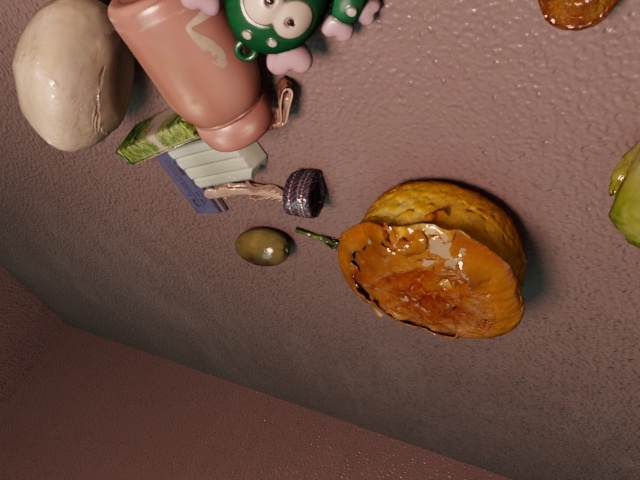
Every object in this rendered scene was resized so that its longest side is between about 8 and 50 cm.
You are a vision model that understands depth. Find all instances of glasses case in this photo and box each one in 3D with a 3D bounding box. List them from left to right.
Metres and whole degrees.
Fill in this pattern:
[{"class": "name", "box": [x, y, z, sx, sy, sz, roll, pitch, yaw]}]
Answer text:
[{"class": "glasses case", "box": [-0.332, -0.231, 1.132, 0.272, 0.095, 0.062, -7, 139, 43]}]

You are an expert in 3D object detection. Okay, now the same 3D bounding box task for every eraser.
[{"class": "eraser", "box": [-0.315, -0.143, 1.299, 0.082, 0.036, 0.225, 3, 140, 31]}]

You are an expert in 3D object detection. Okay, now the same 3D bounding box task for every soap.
[{"class": "soap", "box": [-0.223, -0.184, 1.142, 0.198, 0.066, 0.119, -3, 138, 40]}]

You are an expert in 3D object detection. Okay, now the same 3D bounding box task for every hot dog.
[{"class": "hot dog", "box": [0.293, -0.305, 0.586, 0.099, 0.065, 0.147, 10, 155, 25]}]

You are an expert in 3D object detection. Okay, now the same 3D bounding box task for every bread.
[{"class": "bread", "box": [0.216, 0.040, 1.012, 0.337, 0.204, 0.358, 0, 142, 33]}]

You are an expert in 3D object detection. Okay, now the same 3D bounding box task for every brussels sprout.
[{"class": "brussels sprout", "box": [0.469, -0.067, 0.677, 0.131, 0.183, 0.145, 31, 169, -13]}]

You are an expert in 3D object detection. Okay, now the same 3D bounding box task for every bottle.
[{"class": "bottle", "box": [-0.177, -0.292, 0.870, 0.207, 0.173, 0.296, -21, 132, 9]}]

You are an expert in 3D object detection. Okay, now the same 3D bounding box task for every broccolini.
[{"class": "broccolini", "box": [0.000, 0.000, 1.269, 0.140, 0.035, 0.030, 19, 143, 16]}]

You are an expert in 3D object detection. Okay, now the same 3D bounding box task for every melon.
[{"class": "melon", "box": [-0.151, 0.016, 1.346, 0.162, 0.099, 0.099, 5, 142, 33]}]

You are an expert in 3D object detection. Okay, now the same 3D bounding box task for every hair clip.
[{"class": "hair clip", "box": [-0.152, -0.117, 1.208, 0.226, 0.072, 0.034, 7, 143, 15]}]

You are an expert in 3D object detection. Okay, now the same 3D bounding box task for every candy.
[{"class": "candy", "box": [-0.453, -0.298, 0.958, 0.185, 0.295, 0.295, 16, 149, -6]}]

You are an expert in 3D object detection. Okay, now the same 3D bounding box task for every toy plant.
[{"class": "toy plant", "box": [-0.053, -0.342, 0.719, 0.243, 0.112, 0.232, -28, 131, 23]}]

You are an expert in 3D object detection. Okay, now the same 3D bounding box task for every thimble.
[{"class": "thimble", "box": [-0.034, -0.093, 1.094, 0.066, 0.104, 0.095, 4, 145, 21]}]
